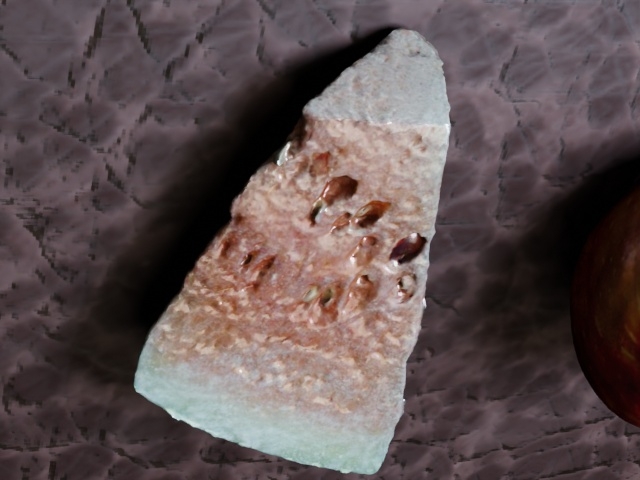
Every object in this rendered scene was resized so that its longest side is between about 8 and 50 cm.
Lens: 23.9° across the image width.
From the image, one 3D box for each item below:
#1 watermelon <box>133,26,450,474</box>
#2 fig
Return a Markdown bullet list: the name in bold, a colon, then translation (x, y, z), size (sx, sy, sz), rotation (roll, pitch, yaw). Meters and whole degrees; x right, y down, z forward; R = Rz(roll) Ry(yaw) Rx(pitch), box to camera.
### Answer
- **watermelon**: translation (0.000, 0.000, 0.807), size (0.154, 0.094, 0.241), rotation (13, 122, -21)
- **fig**: translation (0.225, 0.006, 0.876), size (0.175, 0.207, 0.175), rotation (-10, 169, -2)
